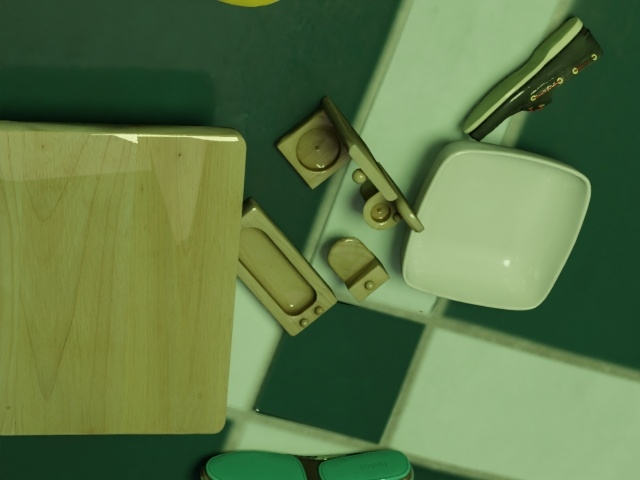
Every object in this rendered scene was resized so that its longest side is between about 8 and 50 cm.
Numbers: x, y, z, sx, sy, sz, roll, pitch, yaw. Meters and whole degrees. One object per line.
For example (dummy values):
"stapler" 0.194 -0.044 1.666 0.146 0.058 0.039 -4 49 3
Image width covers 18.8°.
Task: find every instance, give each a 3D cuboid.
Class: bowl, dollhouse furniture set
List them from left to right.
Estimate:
"dollhouse furniture set" 0.000 0.000 1.558 0.151 0.123 0.144 -38 113 5
"bowl" 0.140 -0.019 1.609 0.142 0.053 0.142 11 118 -19

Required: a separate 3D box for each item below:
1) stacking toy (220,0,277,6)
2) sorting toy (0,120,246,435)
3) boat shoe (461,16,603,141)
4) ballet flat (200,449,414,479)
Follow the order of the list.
"stacking toy" -0.108 -0.345 1.376 0.279 0.130 0.309 22 144 7
"sorting toy" -0.200 0.022 1.546 0.255 0.089 0.257 1 111 -12
"boat shoe" 0.174 -0.125 1.584 0.133 0.049 0.042 -41 105 2
"ballet flat" -0.012 0.221 1.681 0.188 0.070 0.070 1 111 -8
